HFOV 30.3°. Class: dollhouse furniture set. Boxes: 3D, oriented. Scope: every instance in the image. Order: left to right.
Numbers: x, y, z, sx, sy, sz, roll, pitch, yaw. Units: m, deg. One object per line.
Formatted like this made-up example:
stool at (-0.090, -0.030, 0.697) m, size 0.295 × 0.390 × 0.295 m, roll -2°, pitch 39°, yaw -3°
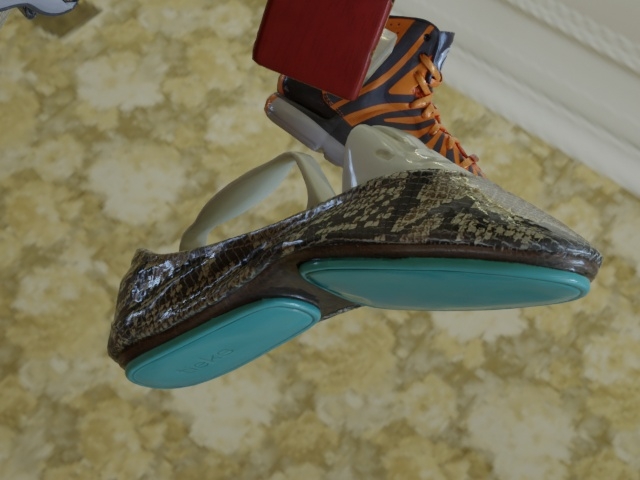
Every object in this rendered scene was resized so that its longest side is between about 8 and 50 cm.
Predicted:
dollhouse furniture set at (-0.016, -0.248, 0.551) m, size 0.201 × 0.152 × 0.374 m, roll 23°, pitch -53°, yaw 2°

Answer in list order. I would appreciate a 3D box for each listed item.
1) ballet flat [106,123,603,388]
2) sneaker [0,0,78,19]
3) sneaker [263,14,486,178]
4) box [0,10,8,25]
ballet flat at (0.000, 0.000, 1.006) m, size 0.483 × 0.182 × 0.164 m, roll -17°, pitch -26°, yaw 35°
sneaker at (-0.074, -0.094, 0.348) m, size 0.038 × 0.098 × 0.069 m, roll 41°, pitch -47°, yaw 13°
sneaker at (0.112, -0.120, 1.209) m, size 0.321 × 0.180 × 0.124 m, roll 34°, pitch 7°, yaw 4°
box at (-0.380, -0.218, 1.253) m, size 0.059 × 0.183 × 0.232 m, roll 31°, pitch -60°, yaw -14°
